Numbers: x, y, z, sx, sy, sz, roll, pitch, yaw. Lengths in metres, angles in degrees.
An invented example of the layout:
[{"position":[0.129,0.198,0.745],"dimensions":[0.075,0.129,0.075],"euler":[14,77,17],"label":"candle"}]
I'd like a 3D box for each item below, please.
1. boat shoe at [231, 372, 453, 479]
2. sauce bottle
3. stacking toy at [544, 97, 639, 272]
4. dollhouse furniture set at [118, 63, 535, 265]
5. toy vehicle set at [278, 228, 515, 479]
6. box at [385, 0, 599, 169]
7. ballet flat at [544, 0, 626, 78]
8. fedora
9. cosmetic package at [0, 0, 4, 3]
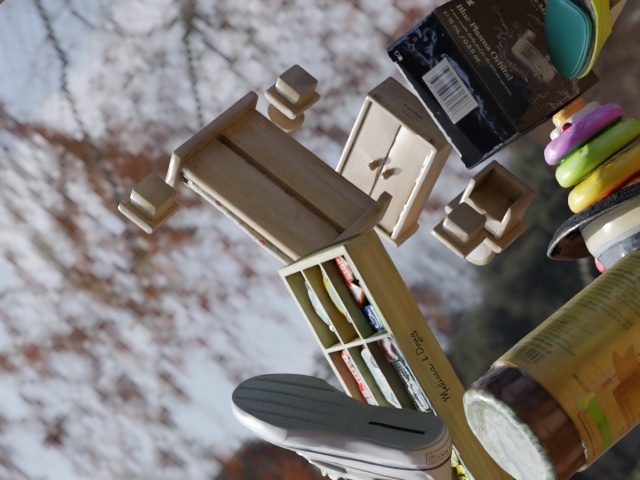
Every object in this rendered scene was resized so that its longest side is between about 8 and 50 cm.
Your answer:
[{"position":[0.017,0.185,1.751],"dimensions":[0.083,0.226,0.076],"euler":[-41,-47,-40],"label":"boat shoe"},{"position":[0.271,0.058,1.539],"dimensions":[0.344,0.111,0.111],"euler":[-38,-18,-17],"label":"sauce bottle"},{"position":[0.323,-0.097,2.206],"dimensions":[0.175,0.302,0.165],"euler":[-39,-6,37],"label":"stacking toy"},{"position":[0.000,0.000,2.068],"dimensions":[0.355,0.303,0.174],"euler":[-40,-18,-38],"label":"dollhouse furniture set"},{"position":[0.068,0.123,1.789],"dimensions":[0.035,0.267,0.166],"euler":[-31,2,-24],"label":"toy vehicle set"},{"position":[0.181,-0.183,2.023],"dimensions":[0.158,0.156,0.093],"euler":[-32,-3,-42],"label":"box"},{"position":[0.263,-0.250,1.880],"dimensions":[0.077,0.077,0.231],"euler":[-30,-36,-14],"label":"ballet flat"},{"position":[0.392,0.009,1.894],"dimensions":[0.334,0.153,0.334],"euler":[-18,-11,-4],"label":"fedora"},{"position":[-0.449,-0.417,1.773],"dimensions":[0.327,0.329,0.394],"euler":[-56,-40,-44],"label":"cosmetic package"}]
